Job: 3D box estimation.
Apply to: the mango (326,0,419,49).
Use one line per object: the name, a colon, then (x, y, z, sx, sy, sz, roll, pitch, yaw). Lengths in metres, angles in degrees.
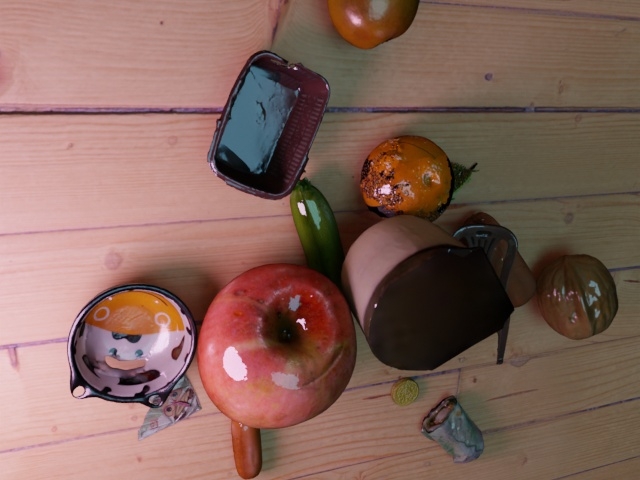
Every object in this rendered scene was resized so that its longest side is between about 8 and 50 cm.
mango: (0.116, -0.577, 1.473, 0.211, 0.173, 0.317, 0, 94, -19)

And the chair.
chair: (0.409, 0.140, 1.758, 0.175, 0.183, 0.326, 2, 130, 5)

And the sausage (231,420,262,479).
sausage: (-0.187, 0.522, 1.736, 0.076, 0.076, 0.198, -10, 112, -22)

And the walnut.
walnut: (0.742, 0.161, 1.974, 0.225, 0.225, 0.261, -29, 111, -14)

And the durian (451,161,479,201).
durian: (0.334, -0.144, 1.777, 0.215, 0.086, 0.100, -42, 152, -4)

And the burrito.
burrito: (0.407, 0.575, 2.022, 0.144, 0.089, 0.229, -45, 117, -3)

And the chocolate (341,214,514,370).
chocolate: (0.211, 0.084, 1.546, 0.326, 0.297, 0.314, -32, 130, 10)

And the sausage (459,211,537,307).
sausage: (0.486, 0.054, 1.870, 0.121, 0.121, 0.304, -44, 117, -6)

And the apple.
apple: (-0.102, 0.242, 1.529, 0.363, 0.364, 0.364, -8, 109, -23)

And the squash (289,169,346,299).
squash: (0.000, 0.000, 1.641, 0.101, 0.101, 0.379, -26, 114, -15)

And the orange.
orange: (0.215, -0.143, 1.651, 0.234, 0.182, 0.234, 0, 90, -19)

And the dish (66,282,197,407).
dish: (-0.418, 0.213, 1.501, 0.303, 0.120, 0.303, -7, 108, -21)

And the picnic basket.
picnic basket: (-0.127, -0.251, 1.483, 0.222, 0.129, 0.297, 20, 96, -27)

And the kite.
kite: (-0.398, 0.380, 1.629, 0.250, 0.012, 0.229, 24, 94, -28)

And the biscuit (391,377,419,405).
biscuit: (0.240, 0.430, 1.931, 0.084, 0.023, 0.084, -8, 109, -22)
